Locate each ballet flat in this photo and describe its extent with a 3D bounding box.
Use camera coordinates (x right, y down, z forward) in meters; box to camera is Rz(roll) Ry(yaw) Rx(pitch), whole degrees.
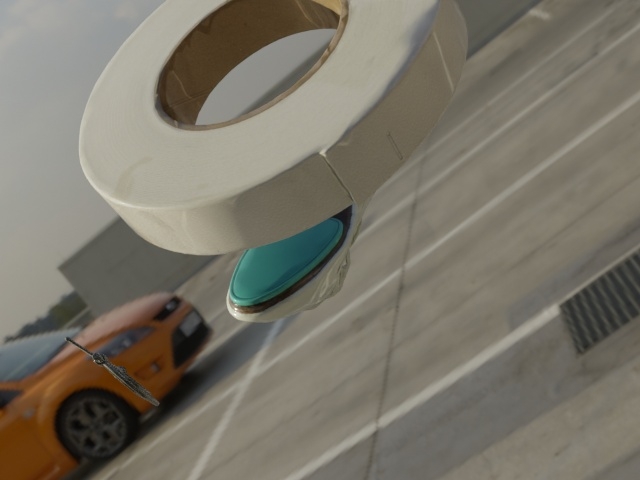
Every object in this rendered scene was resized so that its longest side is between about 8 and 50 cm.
[{"bbox_3d":[0.000,0.000,1.341,0.139,0.139,0.400,-34,21,42],"label":"ballet flat"}]

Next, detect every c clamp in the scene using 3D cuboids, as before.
[{"bbox_3d":[-0.306,0.202,1.496,0.022,0.137,0.161,-53,-20,-13],"label":"c clamp"}]

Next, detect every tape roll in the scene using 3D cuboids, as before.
[{"bbox_3d":[-0.052,-0.157,0.933,0.392,0.072,0.392,-19,43,19],"label":"tape roll"}]
